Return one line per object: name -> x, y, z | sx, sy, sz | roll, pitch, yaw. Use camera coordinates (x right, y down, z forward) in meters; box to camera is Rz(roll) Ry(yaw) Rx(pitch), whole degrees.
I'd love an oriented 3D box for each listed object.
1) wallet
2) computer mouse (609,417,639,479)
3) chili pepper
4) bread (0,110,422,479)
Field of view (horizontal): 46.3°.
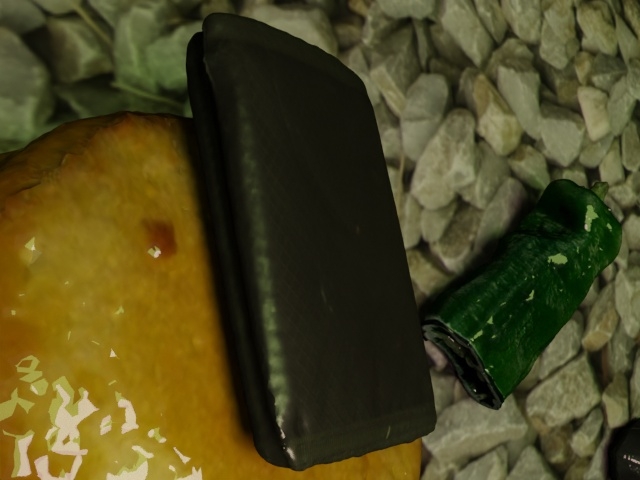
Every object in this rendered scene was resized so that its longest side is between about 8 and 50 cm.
wallet -> 0.000, 0.000, 0.436 | 0.169, 0.052, 0.245 | 9, 66, -53
computer mouse -> 0.432, 0.284, 0.926 | 0.192, 0.062, 0.105 | 24, 75, -29
chili pepper -> 0.226, 0.035, 0.782 | 0.136, 0.099, 0.270 | 47, 68, -12
bread -> -0.101, 0.084, 0.461 | 0.358, 0.204, 0.337 | 50, 35, -13
